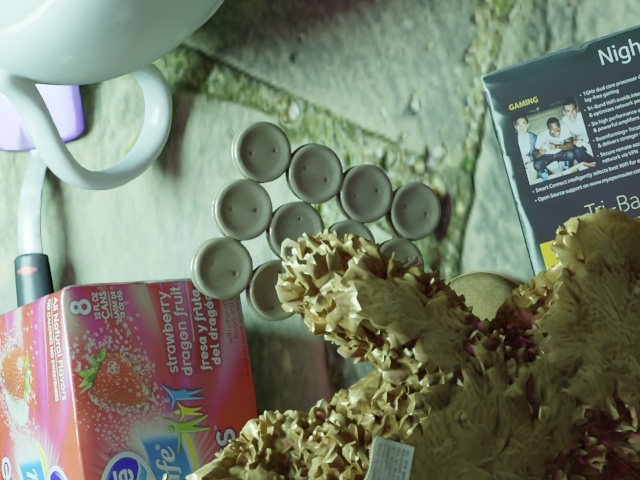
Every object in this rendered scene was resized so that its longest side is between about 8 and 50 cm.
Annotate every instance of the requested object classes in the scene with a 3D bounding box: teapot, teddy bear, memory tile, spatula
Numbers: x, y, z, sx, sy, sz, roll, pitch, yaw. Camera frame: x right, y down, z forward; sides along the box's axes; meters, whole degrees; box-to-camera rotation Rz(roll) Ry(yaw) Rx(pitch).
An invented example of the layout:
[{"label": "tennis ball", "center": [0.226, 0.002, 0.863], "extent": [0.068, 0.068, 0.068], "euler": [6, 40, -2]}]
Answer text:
[{"label": "teapot", "center": [-0.134, -0.204, 0.719], "extent": [0.256, 0.187, 0.252], "euler": [-41, 65, 25]}, {"label": "teddy bear", "center": [0.042, 0.121, 0.527], "extent": [0.245, 0.113, 0.338], "euler": [40, 66, 0]}, {"label": "memory tile", "center": [0.000, 0.000, 0.690], "extent": [0.148, 0.012, 0.113], "euler": [20, 81, -24]}, {"label": "spatula", "center": [-0.201, -0.012, 0.795], "extent": [0.084, 0.030, 0.296], "euler": [-7, 82, 17]}]

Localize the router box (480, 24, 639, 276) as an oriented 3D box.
[{"label": "router box", "center": [0.269, -0.017, 0.625], "extent": [0.309, 0.081, 0.243], "euler": [-16, 80, 15]}]

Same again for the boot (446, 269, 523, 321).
[{"label": "boot", "center": [0.054, 0.137, 0.623], "extent": [0.112, 0.115, 0.305], "euler": [11, 64, 26]}]

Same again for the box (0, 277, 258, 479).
[{"label": "box", "center": [-0.113, 0.158, 0.676], "extent": [0.128, 0.122, 0.257], "euler": [-20, 75, 50]}]
